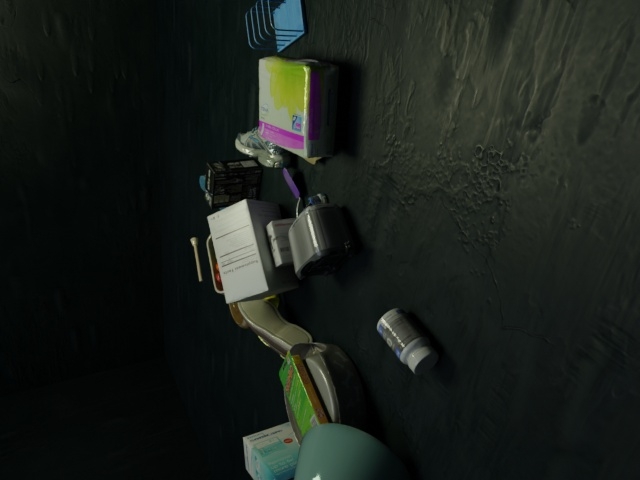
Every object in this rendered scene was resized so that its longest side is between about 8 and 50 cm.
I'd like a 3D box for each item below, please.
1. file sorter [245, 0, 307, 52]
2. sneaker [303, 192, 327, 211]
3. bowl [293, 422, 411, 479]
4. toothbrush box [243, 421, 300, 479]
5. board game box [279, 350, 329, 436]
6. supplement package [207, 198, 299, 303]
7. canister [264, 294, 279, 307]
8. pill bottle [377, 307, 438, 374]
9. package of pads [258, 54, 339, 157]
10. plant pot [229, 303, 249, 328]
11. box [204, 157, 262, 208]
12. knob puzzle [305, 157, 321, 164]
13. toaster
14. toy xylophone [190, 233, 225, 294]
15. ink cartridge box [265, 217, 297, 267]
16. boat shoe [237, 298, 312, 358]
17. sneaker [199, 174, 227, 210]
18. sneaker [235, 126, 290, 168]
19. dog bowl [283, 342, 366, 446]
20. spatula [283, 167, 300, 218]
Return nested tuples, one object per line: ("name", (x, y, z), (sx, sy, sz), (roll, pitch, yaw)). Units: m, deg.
("file sorter", (-0.126, -0.610, 1.400), (0.170, 0.105, 0.118), (2, 100, 61))
("sneaker", (-0.025, -0.074, 1.425), (0.052, 0.058, 0.135), (52, 141, 41))
("bowl", (0.053, 0.623, 1.230), (0.312, 0.163, 0.311), (14, 123, 22))
("toothbrush box", (-0.095, 0.721, 1.627), (0.296, 0.217, 0.126), (12, 108, 61))
("board game box", (-0.051, 0.446, 1.418), (0.259, 0.039, 0.124), (58, 140, 37))
("supplement package", (-0.215, 0.037, 1.622), (0.175, 0.178, 0.292), (-20, 79, 28))
("canister", (-0.219, 0.184, 1.840), (0.169, 0.073, 0.126), (60, 145, 36))
("pill bottle", (0.190, 0.220, 1.099), (0.137, 0.078, 0.078), (51, 140, 43))
("package of pads", (-0.067, -0.356, 1.307), (0.296, 0.101, 0.229), (33, 127, 53))
("plant pot", (-0.348, 0.263, 2.140), (0.236, 0.033, 0.236), (29, 124, 56))
("box", (-0.307, -0.201, 1.769), (0.077, 0.180, 0.147), (50, 140, 41))
("knob puzzle", (-0.022, -0.304, 1.379), (0.213, 0.030, 0.213), (27, 122, 55))
("toaster", (0.000, 0.000, 1.329), (0.227, 0.129, 0.146), (-48, 54, 57))
("toy xylophone", (-0.375, 0.090, 1.941), (0.081, 0.236, 0.322), (-33, 63, 21))
("ink cartridge box", (-0.102, 0.007, 1.544), (0.056, 0.099, 0.135), (-35, 66, 60))
("boat shoe", (-0.158, 0.295, 1.670), (0.324, 0.117, 0.096), (29, 133, 31))
("sneaker", (-0.384, -0.189, 2.021), (0.228, 0.092, 0.087), (49, 140, 14))
("sneaker", (-0.171, -0.317, 1.597), (0.283, 0.110, 0.122), (33, 115, 45))
("dog bowl", (0.009, 0.458, 1.452), (0.349, 0.102, 0.348), (9, 101, 61))
("spatula", (-0.062, -0.072, 1.509), (0.084, 0.030, 0.296), (147, 109, -79))
